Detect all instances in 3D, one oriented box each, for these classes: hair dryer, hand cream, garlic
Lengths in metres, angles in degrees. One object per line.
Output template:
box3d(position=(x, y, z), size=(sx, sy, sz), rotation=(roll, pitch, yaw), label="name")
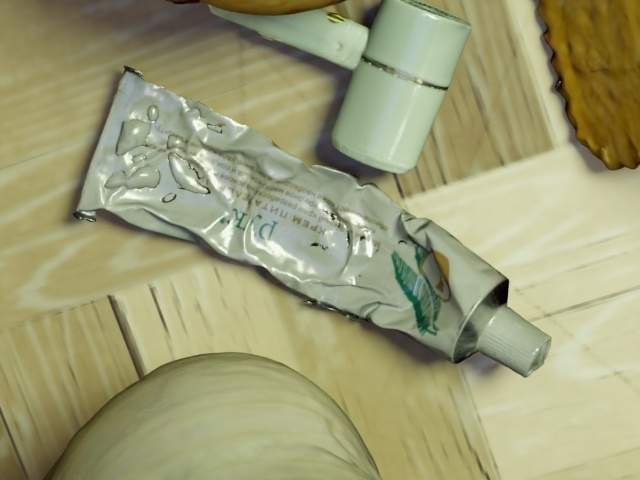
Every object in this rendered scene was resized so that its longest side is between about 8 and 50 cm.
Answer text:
box3d(position=(-0.002, -0.096, 0.793), size=(0.137, 0.047, 0.082), rotation=(24, 104, 7), label="hair dryer")
box3d(position=(0.001, 0.000, 0.810), size=(0.257, 0.050, 0.084), rotation=(25, 102, 7), label="hand cream")
box3d(position=(-0.058, 0.215, 0.740), size=(0.241, 0.322, 0.322), rotation=(37, 105, -28), label="garlic")

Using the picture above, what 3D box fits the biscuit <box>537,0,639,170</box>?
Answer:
box3d(position=(0.160, -0.146, 0.691), size=(0.013, 0.232, 0.237), rotation=(-24, 102, -29), label="biscuit")

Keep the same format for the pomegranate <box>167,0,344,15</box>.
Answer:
box3d(position=(-0.029, -0.200, 0.689), size=(0.209, 0.209, 0.209), rotation=(1, 102, 6), label="pomegranate")
